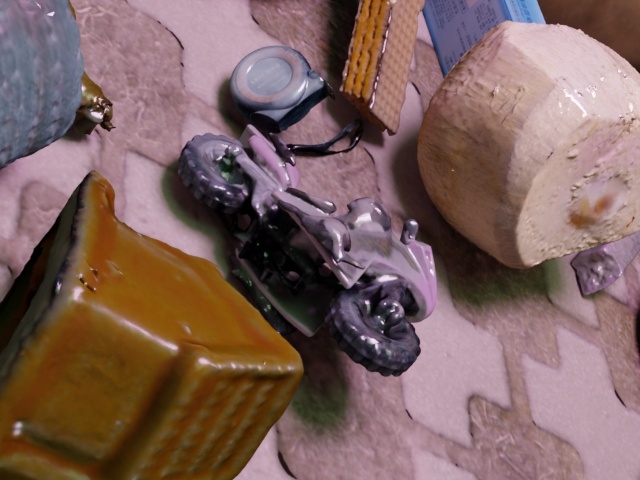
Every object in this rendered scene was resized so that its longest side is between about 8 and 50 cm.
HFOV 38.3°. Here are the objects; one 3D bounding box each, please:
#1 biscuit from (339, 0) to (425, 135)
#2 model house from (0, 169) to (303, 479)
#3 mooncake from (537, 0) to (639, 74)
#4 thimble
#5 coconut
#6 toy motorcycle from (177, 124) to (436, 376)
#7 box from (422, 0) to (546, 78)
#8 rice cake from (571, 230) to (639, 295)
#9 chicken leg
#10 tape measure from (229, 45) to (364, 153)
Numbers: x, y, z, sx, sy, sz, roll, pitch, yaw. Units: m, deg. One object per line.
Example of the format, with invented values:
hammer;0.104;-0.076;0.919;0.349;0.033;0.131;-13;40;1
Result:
biscuit;0.097;-0.323;1.181;0.094;0.054;0.379;30;68;-56
model house;-0.157;0.125;0.739;0.239;0.268;0.173;32;5;-23
mooncake;0.472;-0.419;1.488;0.467;0.262;0.467;18;53;-25
thimble;-0.313;-0.172;0.773;0.143;0.198;0.235;-38;109;-45
coconut;0.263;-0.121;1.127;0.297;0.297;0.254;7;31;-34
toy motorcycle;0.000;0.000;0.961;0.327;0.143;0.188;46;35;17
box;0.236;-0.304;1.315;0.083;0.142;0.232;4;61;-36
rice cake;0.468;-0.030;1.373;0.056;0.072;0.365;53;48;0
chicken leg;-0.284;-0.197;0.904;0.103;0.088;0.228;-20;82;-53
tape measure;-0.030;-0.152;1.096;0.107;0.104;0.180;48;6;29
